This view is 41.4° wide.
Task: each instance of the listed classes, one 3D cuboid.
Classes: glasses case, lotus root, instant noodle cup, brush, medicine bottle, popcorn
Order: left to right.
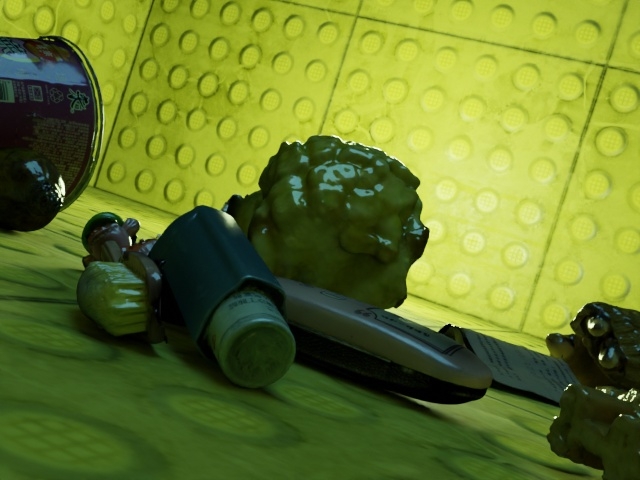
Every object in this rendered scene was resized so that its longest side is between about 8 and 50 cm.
[{"bbox_3d":[-0.585,-0.209,1.459,0.340,0.340,0.266,18,12,36],"label":"instant noodle cup"},{"bbox_3d":[-0.428,-0.072,1.206,0.209,0.120,0.120,15,-1,40],"label":"lotus root"},{"bbox_3d":[-0.202,0.037,0.799,0.067,0.072,0.313,3,5,-21],"label":"brush"},{"bbox_3d":[-0.097,0.055,0.765,0.079,0.124,0.258,26,9,-29],"label":"medicine bottle"},{"bbox_3d":[0.009,0.002,1.117,0.237,0.293,0.293,20,0,-15],"label":"popcorn"},{"bbox_3d":[0.028,0.100,0.897,0.314,0.075,0.122,18,4,24],"label":"glasses case"}]

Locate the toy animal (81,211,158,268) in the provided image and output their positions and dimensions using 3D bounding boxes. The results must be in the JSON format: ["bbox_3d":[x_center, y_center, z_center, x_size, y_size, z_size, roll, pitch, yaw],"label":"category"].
[{"bbox_3d":[-0.201,0.024,0.992,0.208,0.100,0.103,7,-29,43],"label":"toy animal"}]

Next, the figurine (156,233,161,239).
[{"bbox_3d":[-0.291,0.003,1.787,0.109,0.047,0.064,9,8,3],"label":"figurine"}]

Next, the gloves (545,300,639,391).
[{"bbox_3d":[0.527,0.196,1.500,0.203,0.155,0.356,7,-12,32],"label":"gloves"}]

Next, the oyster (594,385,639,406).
[{"bbox_3d":[0.515,0.260,1.220,0.128,0.079,0.345,26,-4,-12],"label":"oyster"}]

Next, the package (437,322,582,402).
[{"bbox_3d":[0.298,0.191,1.304,0.204,0.062,0.251,16,5,-15],"label":"package"}]

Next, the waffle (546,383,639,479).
[{"bbox_3d":[0.377,0.217,0.639,0.304,0.077,0.348,19,1,-21],"label":"waffle"}]

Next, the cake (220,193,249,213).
[{"bbox_3d":[-0.069,0.047,1.332,0.246,0.135,0.112,30,40,-2],"label":"cake"}]
